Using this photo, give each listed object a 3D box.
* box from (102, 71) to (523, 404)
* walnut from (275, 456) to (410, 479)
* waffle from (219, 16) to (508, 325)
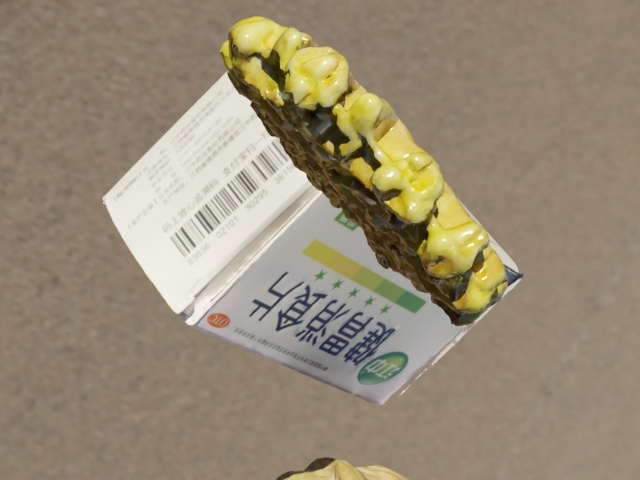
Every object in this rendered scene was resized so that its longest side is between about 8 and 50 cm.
[{"bbox_3d":[-0.001,-0.001,1.470,0.173,0.145,0.333,-45,148,10],"label":"box"},{"bbox_3d":[0.029,0.300,1.626,0.198,0.198,0.245,46,20,-55],"label":"walnut"},{"bbox_3d":[0.020,-0.034,0.873,0.038,0.191,0.191,-42,143,-4],"label":"waffle"}]
